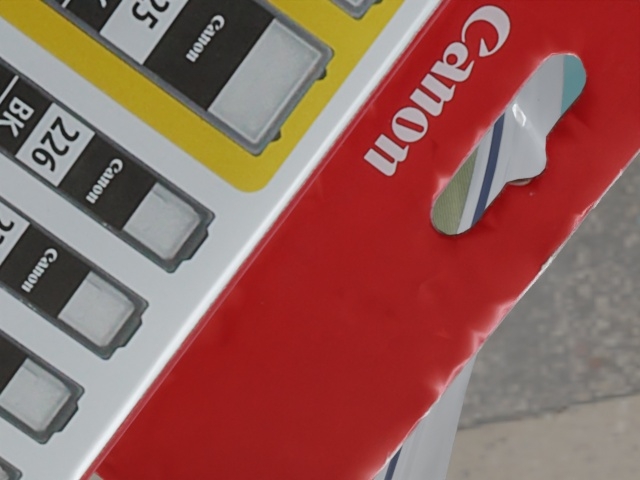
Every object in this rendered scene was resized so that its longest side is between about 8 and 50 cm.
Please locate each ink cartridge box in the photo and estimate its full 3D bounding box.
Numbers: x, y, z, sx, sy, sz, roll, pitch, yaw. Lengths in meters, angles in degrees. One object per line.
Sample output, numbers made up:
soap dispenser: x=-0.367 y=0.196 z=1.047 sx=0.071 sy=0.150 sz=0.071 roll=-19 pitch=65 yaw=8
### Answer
ink cartridge box: x=-0.038 y=-0.077 z=0.447 sx=0.272 sy=0.130 sz=0.309 roll=36 pitch=104 yaw=-3

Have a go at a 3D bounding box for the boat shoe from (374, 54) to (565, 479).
boat shoe: x=0.000 y=0.000 z=0.583 sx=0.109 sy=0.094 sz=0.302 roll=14 pitch=99 yaw=38
